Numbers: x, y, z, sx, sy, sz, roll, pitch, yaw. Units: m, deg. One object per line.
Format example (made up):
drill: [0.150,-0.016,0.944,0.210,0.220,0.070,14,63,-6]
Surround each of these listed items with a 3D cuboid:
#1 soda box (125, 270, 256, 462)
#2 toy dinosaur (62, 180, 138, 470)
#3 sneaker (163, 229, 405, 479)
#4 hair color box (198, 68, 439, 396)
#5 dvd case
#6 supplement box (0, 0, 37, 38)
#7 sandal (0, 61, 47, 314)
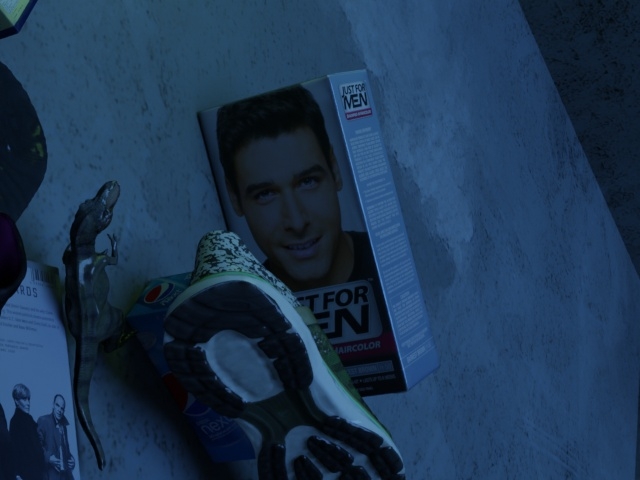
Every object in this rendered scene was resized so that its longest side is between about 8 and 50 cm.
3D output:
soda box: [-0.122,0.137,1.268,0.210,0.067,0.071,63,32,-26]
toy dinosaur: [-0.212,0.068,1.116,0.118,0.064,0.268,-94,-175,-76]
sneaker: [-0.024,0.142,1.246,0.182,0.158,0.410,-95,162,-51]
hair color box: [0.000,0.000,1.424,0.113,0.185,0.374,-22,98,-61]
dvd case: [-0.277,0.123,0.999,0.179,0.029,0.239,22,53,-58]
supplement box: [-0.310,-0.220,1.040,0.083,0.083,0.056,56,34,-37]
sandal: [-0.283,-0.023,0.900,0.446,0.107,0.167,-84,152,-53]
